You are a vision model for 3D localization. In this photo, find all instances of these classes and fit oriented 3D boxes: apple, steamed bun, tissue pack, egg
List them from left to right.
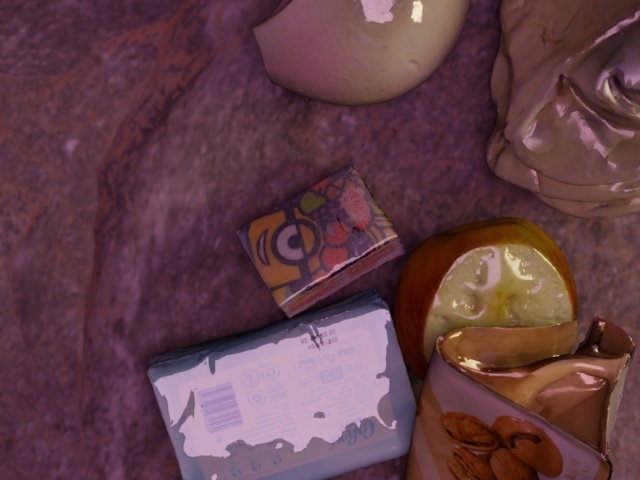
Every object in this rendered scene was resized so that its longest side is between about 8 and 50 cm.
[{"bbox_3d":[-0.035,0.172,1.872,0.263,0.089,0.177,-17,98,-4],"label":"tissue pack"},{"bbox_3d":[0.000,0.000,1.847,0.148,0.060,0.109,-30,65,-1],"label":"tissue pack"},{"bbox_3d":[0.057,-0.256,1.791,0.206,0.162,0.271,21,96,-4],"label":"egg"},{"bbox_3d":[0.170,0.068,1.832,0.195,0.160,0.173,-13,91,-6],"label":"apple"},{"bbox_3d":[0.316,-0.156,1.797,0.268,0.207,0.280,6,98,-4],"label":"steamed bun"}]

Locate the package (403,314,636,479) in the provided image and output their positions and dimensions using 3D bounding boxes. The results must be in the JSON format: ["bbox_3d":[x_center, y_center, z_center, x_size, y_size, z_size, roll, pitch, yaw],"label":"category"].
[{"bbox_3d":[0.216,0.222,1.812,0.221,0.165,0.311,29,137,23],"label":"package"}]
